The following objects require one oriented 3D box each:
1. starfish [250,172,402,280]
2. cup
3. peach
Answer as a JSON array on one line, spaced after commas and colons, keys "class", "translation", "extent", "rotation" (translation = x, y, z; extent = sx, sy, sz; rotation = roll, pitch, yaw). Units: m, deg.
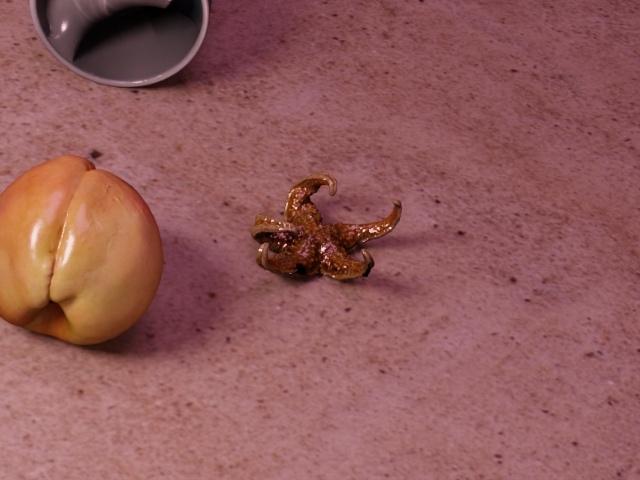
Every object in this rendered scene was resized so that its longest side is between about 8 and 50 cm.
[{"class": "starfish", "translation": [0.000, 0.000, 1.943], "extent": [0.146, 0.074, 0.190], "rotation": [29, 37, 16]}, {"class": "cup", "translation": [-0.222, -0.349, 2.191], "extent": [0.205, 0.205, 0.312], "rotation": [13, 36, -7]}, {"class": "peach", "translation": [-0.239, 0.009, 1.751], "extent": [0.184, 0.184, 0.184], "rotation": [12, 37, -9]}]
